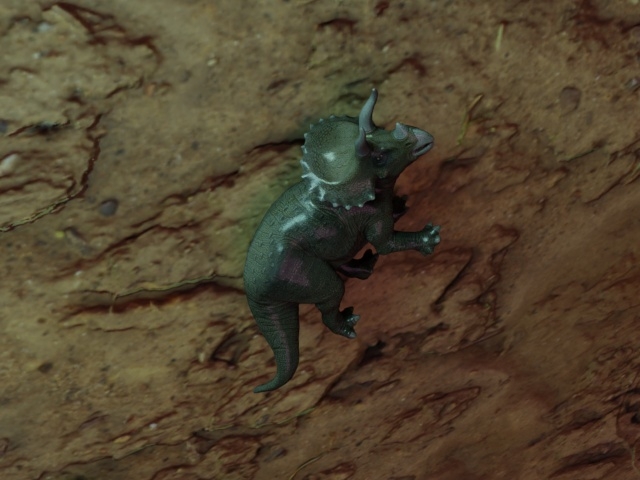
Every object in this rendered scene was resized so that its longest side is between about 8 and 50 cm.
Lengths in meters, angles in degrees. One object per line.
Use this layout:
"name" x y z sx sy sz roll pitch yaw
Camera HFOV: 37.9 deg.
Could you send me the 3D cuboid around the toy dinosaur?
"toy dinosaur" 0.000 0.000 0.849 0.160 0.121 0.313 25 117 -31
